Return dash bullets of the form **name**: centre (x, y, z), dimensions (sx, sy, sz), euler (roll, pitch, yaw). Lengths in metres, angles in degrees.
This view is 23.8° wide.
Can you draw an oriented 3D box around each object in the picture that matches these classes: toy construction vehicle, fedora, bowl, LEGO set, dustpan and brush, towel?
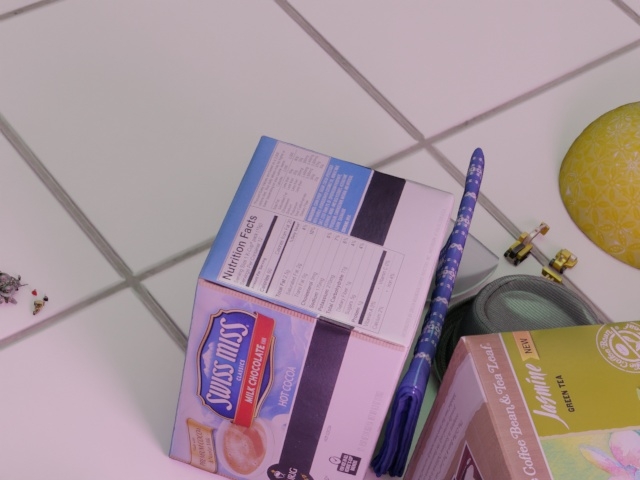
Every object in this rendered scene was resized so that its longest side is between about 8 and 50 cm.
- **toy construction vehicle**: centre (0.297, 0.023, 2.036), dimensions (0.086, 0.035, 0.098), euler (41, 53, 21)
- **fedora**: centre (0.274, 0.142, 1.868), dimensions (0.244, 0.124, 0.275), euler (-30, 62, -32)
- **bowl**: centre (0.494, -0.106, 2.116), dimensions (0.289, 0.156, 0.289), euler (7, 48, -8)
- **LEGO set**: centre (-0.373, 0.059, 1.857), dimensions (0.083, 0.023, 0.054), euler (12, 48, -3)
- **dustpan and brush**: centre (0.111, 0.042, 1.972), dimensions (0.211, 0.060, 0.147), euler (-26, 56, -38)
- **towel**: centre (0.127, 0.089, 1.768), dimensions (0.040, 0.243, 0.336), euler (16, 58, 5)

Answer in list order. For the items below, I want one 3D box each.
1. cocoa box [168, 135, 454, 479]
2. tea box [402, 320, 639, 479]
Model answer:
- **cocoa box**: centre (-0.017, 0.101, 1.686), dimensions (0.228, 0.347, 0.231), euler (18, 49, 3)
- **tea box**: centre (0.285, 0.266, 1.625), dimensions (0.324, 0.329, 0.220), euler (-4, 51, -17)
